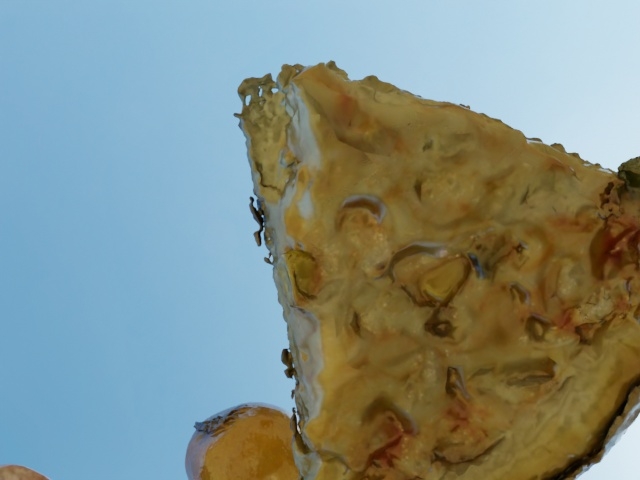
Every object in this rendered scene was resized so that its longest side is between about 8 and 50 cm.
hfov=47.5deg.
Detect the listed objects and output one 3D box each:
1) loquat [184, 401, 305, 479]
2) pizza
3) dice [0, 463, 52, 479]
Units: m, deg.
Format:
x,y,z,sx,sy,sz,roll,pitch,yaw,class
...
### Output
x,y,z,sx,sy,sz,roll,pitch,yaw,class
-0.078,0.244,0.796,0.141,0.141,0.141,11,-124,-17,loquat
0.149,0.053,0.590,0.392,0.080,0.434,-9,-86,-7,pizza
-0.302,0.279,0.695,0.091,0.094,0.093,27,-146,-2,dice
